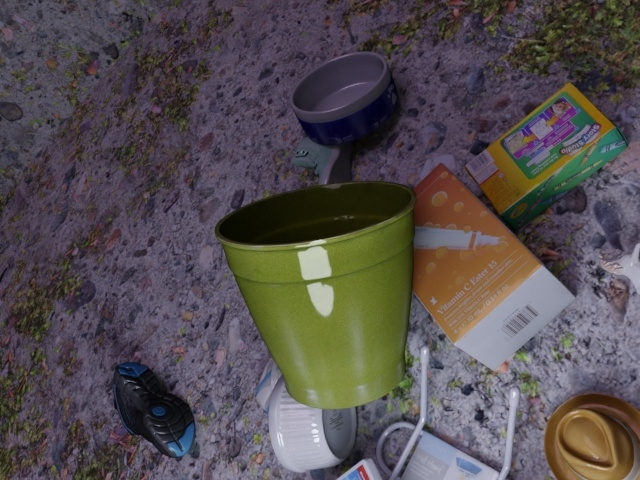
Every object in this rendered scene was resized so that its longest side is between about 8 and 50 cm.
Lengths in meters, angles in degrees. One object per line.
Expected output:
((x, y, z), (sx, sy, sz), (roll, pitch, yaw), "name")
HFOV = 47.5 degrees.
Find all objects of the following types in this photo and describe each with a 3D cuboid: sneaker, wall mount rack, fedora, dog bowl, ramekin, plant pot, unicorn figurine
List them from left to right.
((-0.430, 0.455, 1.869), (0.341, 0.125, 0.139), (38, 120, 43), "sneaker")
((-0.074, 0.284, 1.664), (0.092, 0.087, 0.228), (31, 86, 48), "sneaker")
((-0.008, 0.365, 1.481), (0.109, 0.207, 0.207), (-10, 59, 26), "ramekin")
((-0.005, -0.178, 1.870), (0.151, 0.094, 0.255), (-13, 48, 28), "sneaker")
((0.018, 0.108, 1.363), (0.367, 0.367, 0.352), (8, 115, 43), "plant pot")
((0.061, -0.365, 1.858), (0.265, 0.104, 0.264), (-17, 39, 14), "dog bowl")
((0.229, 0.377, 1.317), (0.350, 0.130, 0.304), (21, 80, 44), "wall mount rack")
((0.448, 0.335, 1.191), (0.194, 0.079, 0.194), (-20, 55, 31), "fedora")
((0.561, 0.049, 1.275), (0.111, 0.060, 0.161), (-39, 51, 29), "unicorn figurine")

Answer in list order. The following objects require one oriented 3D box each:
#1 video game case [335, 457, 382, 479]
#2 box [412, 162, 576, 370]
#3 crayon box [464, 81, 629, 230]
((0.049, 0.557, 1.342), (0.285, 0.025, 0.204), (-48, 57, 35), "video game case")
((0.289, 0.045, 1.435), (0.215, 0.168, 0.345), (-45, 45, 11), "box")
((0.454, -0.171, 1.484), (0.278, 0.081, 0.165), (-39, 47, 16), "crayon box")
